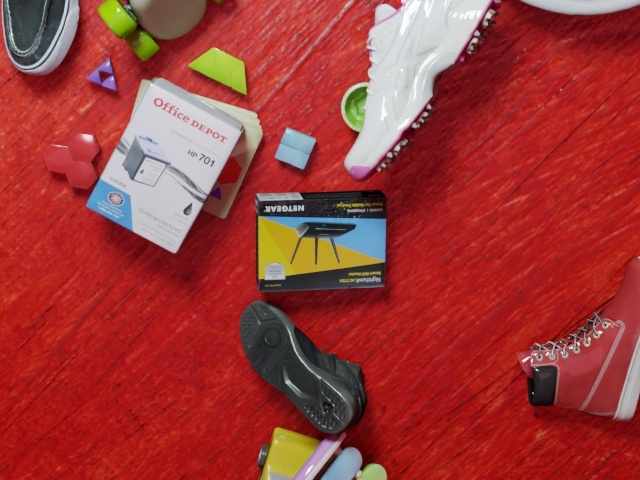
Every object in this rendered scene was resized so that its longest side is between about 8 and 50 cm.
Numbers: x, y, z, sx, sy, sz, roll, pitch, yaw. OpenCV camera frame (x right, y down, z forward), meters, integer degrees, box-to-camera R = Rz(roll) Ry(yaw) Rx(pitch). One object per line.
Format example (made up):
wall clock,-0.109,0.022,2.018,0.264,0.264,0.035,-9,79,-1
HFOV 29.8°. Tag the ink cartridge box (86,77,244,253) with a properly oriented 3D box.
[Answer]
ink cartridge box,-0.207,-0.101,1.611,0.140,0.082,0.190,28,102,-7

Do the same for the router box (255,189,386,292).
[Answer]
router box,0.000,0.000,1.665,0.179,0.046,0.133,-3,107,-9

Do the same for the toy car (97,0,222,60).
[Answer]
toy car,-0.237,-0.365,1.580,0.155,0.149,0.188,-37,71,3

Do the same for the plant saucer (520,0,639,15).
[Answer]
plant saucer,0.340,-0.494,1.550,0.401,0.100,0.400,0,102,-1

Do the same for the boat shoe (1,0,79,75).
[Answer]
boat shoe,-0.371,-0.367,1.552,0.113,0.105,0.306,18,102,18

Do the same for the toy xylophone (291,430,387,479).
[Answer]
toy xylophone,0.053,0.432,1.700,0.323,0.081,0.236,43,66,-23

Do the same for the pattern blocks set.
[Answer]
pattern blocks set,-0.186,-0.129,1.660,0.325,0.026,0.285,32,100,-7

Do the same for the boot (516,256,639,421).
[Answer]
boot,0.375,0.131,1.695,0.176,0.088,0.244,10,105,-1

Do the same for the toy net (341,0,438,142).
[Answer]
toy net,0.126,-0.239,1.631,0.122,0.045,0.232,30,100,-6

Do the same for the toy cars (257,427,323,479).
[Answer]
toy cars,-0.144,0.428,1.750,0.394,0.087,0.176,-31,100,6

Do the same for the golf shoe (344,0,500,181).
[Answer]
golf shoe,0.105,-0.223,1.568,0.140,0.115,0.306,34,94,5

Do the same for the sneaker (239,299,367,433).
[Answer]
sneaker,-0.019,0.179,1.707,0.227,0.130,0.087,43,101,19
